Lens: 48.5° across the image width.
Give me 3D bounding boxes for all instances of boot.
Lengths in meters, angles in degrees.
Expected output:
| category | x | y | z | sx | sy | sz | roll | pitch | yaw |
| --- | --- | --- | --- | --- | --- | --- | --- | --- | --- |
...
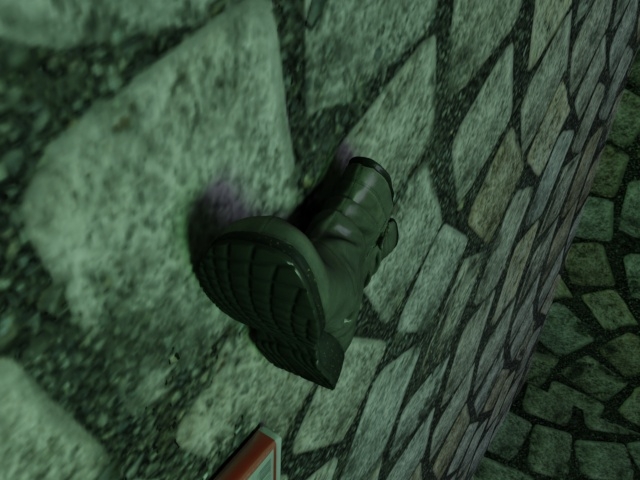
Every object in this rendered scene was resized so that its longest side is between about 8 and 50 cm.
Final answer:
| category | x | y | z | sx | sy | sz | roll | pitch | yaw |
| --- | --- | --- | --- | --- | --- | --- | --- | --- | --- |
| boot | 0.000 | 0.000 | 0.516 | 0.246 | 0.083 | 0.161 | 73 | 40 | -64 |

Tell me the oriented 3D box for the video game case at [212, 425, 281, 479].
| category | x | y | z | sx | sy | sz | roll | pitch | yaw |
| --- | --- | --- | --- | --- | --- | --- | --- | --- | --- |
| video game case | -0.126 | 0.315 | 0.594 | 0.285 | 0.025 | 0.204 | -43 | 148 | -42 |
